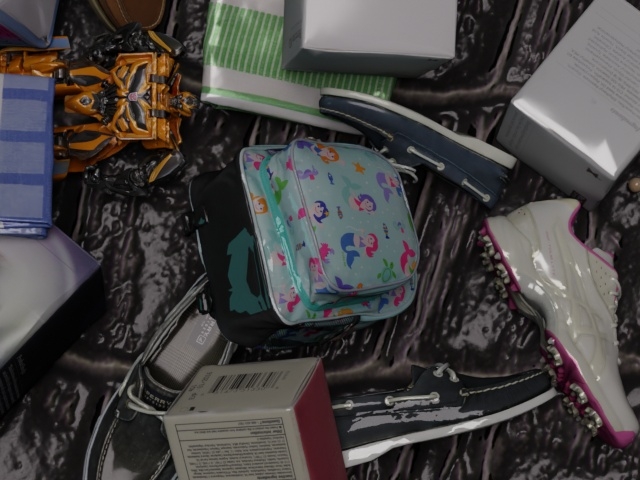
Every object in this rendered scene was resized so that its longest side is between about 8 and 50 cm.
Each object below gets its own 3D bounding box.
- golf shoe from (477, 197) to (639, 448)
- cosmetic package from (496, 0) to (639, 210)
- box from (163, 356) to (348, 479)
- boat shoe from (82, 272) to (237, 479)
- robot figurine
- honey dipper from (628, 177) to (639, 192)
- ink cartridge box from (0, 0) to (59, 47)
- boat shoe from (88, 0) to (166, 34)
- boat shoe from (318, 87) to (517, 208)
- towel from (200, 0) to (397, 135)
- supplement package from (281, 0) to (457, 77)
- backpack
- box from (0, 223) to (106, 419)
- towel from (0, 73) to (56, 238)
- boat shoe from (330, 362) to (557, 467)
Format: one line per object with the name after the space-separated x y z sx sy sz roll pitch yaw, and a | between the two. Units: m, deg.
0.303 0.086 1.676 0.140 0.115 0.306 -26 79 -8 | golf shoe
0.326 -0.161 1.708 0.151 0.151 0.184 39 80 9 | cosmetic package
-0.058 0.258 1.568 0.148 0.127 0.232 -6 110 17 | box
-0.180 0.172 1.657 0.121 0.119 0.335 23 79 6 | boat shoe
-0.287 -0.154 1.726 0.291 0.085 0.211 -4 81 14 | robot figurine
0.442 -0.102 1.757 0.160 0.030 0.030 -27 78 -2 | honey dipper
-0.502 -0.381 1.739 0.395 0.151 0.270 6 77 18 | ink cartridge box
-0.228 -0.386 1.721 0.110 0.104 0.307 -29 118 -42 | boat shoe
0.107 -0.110 1.712 0.254 0.095 0.079 21 94 -21 | boat shoe
-0.006 -0.301 1.749 0.248 0.038 0.325 10 89 -9 | towel
0.056 -0.343 1.653 0.175 0.177 0.293 2 88 -10 | supplement package
0.000 0.000 1.625 0.191 0.253 0.225 -25 72 35 | backpack
-0.446 0.064 1.632 0.296 0.183 0.294 38 69 8 | box
-0.433 -0.095 1.584 0.285 0.034 0.209 1 63 -10 | towel
0.115 0.185 1.654 0.302 0.114 0.091 -16 83 -3 | boat shoe
